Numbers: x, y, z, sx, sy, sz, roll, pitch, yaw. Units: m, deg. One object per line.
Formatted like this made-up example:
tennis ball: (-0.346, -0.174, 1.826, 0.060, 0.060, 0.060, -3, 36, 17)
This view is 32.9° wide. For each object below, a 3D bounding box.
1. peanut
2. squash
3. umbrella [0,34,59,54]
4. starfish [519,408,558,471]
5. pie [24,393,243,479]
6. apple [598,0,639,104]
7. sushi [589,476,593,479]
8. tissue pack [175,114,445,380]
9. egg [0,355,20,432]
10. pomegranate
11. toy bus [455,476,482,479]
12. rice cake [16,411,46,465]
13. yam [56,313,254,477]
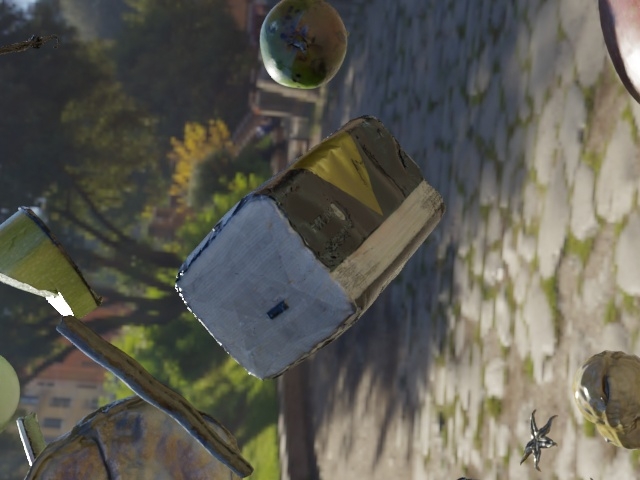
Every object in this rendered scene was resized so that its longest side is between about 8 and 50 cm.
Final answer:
peanut: (0.544, 0.289, 1.940, 0.313, 0.149, 0.149, 43, -142, -45)
squash: (-0.465, 0.061, 1.791, 0.133, 0.220, 0.220, -46, -10, -19)
umbrella: (-0.393, -0.259, 1.432, 0.149, 0.022, 0.022, -29, -57, -61)
starfish: (0.306, 0.283, 1.535, 0.086, 0.016, 0.092, -45, 36, 41)
pie: (-0.254, 0.379, 1.547, 0.075, 0.338, 0.337, 97, 176, -68)
apple: (0.433, -0.227, 1.008, 0.348, 0.349, 0.276, -177, 98, -86)
sushi: (0.374, 0.514, 1.662, 0.279, 0.043, 0.192, -51, -54, -38)
tissue pack: (0.000, 0.000, 1.768, 0.264, 0.253, 0.416, -41, 0, 36)
egg: (-0.639, 0.262, 1.700, 0.371, 0.230, 0.230, -7, -75, -53)
pomegranate: (-0.010, -0.338, 1.832, 0.220, 0.156, 0.156, -25, -53, -51)
toy bus: (0.230, 0.455, 1.617, 0.184, 0.090, 0.106, 66, 160, 4)
rice cake: (-0.472, 0.372, 1.829, 0.207, 0.033, 0.033, 58, 132, 38)
yam: (-0.155, 0.148, 1.037, 0.027, 0.234, 0.029, -52, 5, -26)
